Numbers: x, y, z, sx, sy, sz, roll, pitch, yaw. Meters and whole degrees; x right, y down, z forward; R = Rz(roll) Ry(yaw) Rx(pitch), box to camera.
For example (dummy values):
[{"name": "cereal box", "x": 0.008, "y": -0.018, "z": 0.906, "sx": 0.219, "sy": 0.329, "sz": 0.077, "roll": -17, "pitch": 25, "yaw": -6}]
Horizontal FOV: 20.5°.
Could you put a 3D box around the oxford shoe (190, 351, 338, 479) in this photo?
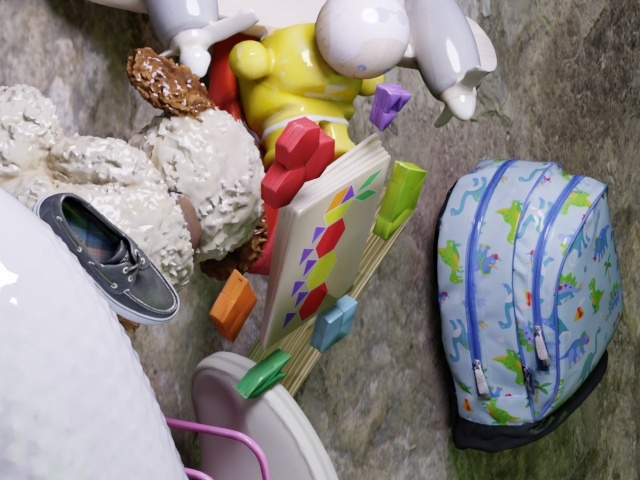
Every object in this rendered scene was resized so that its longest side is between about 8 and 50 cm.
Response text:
[{"name": "oxford shoe", "x": -0.058, "y": 0.326, "z": 1.753, "sx": 0.130, "sy": 0.169, "sz": 0.449, "roll": -26, "pitch": 116, "yaw": -38}]

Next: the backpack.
[{"name": "backpack", "x": 0.266, "y": 0.061, "z": 2.293, "sx": 0.290, "sy": 0.273, "sz": 0.355, "roll": -41, "pitch": 118, "yaw": -42}]

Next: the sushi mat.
[{"name": "sushi mat", "x": -0.011, "y": 0.078, "z": 1.857, "sx": 0.316, "sy": 0.019, "sz": 0.151, "roll": -57, "pitch": 157, "yaw": 1}]

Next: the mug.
[{"name": "mug", "x": -0.300, "y": 0.153, "z": 1.276, "sx": 0.374, "sy": 0.276, "sz": 0.328, "roll": -28, "pitch": 113, "yaw": -24}]

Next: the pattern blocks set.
[{"name": "pattern blocks set", "x": 0.000, "y": 0.000, "z": 1.597, "sx": 0.285, "sy": 0.026, "sz": 0.324, "roll": -26, "pitch": 143, "yaw": -49}]

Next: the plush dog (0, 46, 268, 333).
[{"name": "plush dog", "x": -0.145, "y": -0.027, "z": 1.489, "sx": 0.225, "sy": 0.211, "sz": 0.262, "roll": -36, "pitch": 129, "yaw": -23}]

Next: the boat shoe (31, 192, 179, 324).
[{"name": "boat shoe", "x": -0.160, "y": 0.015, "z": 1.356, "sx": 0.142, "sy": 0.040, "sz": 0.049, "roll": 41, "pitch": 57, "yaw": -21}]

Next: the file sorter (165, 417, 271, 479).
[{"name": "file sorter", "x": -0.180, "y": 0.307, "z": 1.564, "sx": 0.291, "sy": 0.182, "sz": 0.202, "roll": -44, "pitch": 132, "yaw": -50}]

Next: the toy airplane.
[{"name": "toy airplane", "x": -0.014, "y": -0.210, "z": 1.673, "sx": 0.386, "sy": 0.272, "sz": 0.384, "roll": -46, "pitch": 115, "yaw": -30}]
